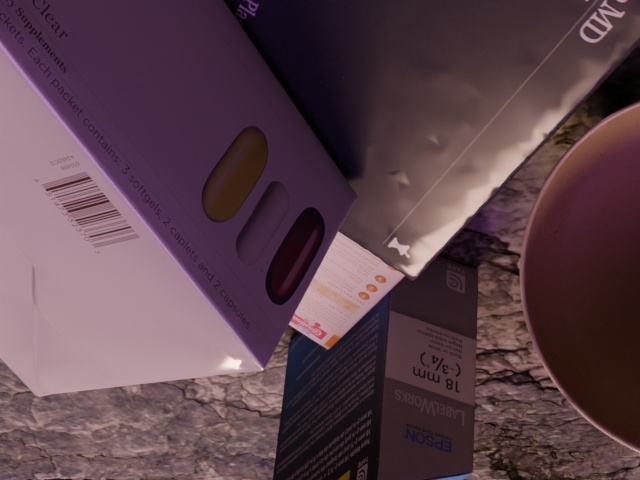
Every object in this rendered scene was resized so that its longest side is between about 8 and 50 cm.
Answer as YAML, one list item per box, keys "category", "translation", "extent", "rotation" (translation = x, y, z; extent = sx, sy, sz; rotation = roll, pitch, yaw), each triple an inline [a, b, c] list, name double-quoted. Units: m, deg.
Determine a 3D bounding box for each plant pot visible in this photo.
- category: "plant pot"
  translation: [0.328, 0.026, 0.970]
  extent: [0.284, 0.284, 0.191]
  rotation: [-17, 172, 29]

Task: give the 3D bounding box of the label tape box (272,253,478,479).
- category: "label tape box"
  translation: [0.044, 0.202, 1.160]
  extent: [0.106, 0.333, 0.240]
  rotation: [21, 142, -18]

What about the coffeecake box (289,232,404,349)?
- category: "coffeecake box"
  translation: [0.000, 0.000, 1.089]
  extent: [0.142, 0.068, 0.185]
  rotation: [33, 139, -7]

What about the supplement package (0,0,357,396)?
- category: "supplement package"
  translation: [-0.144, -0.056, 0.683]
  extent: [0.204, 0.145, 0.262]
  rotation: [-11, 127, 38]

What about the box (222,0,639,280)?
- category: "box"
  translation: [0.028, -0.196, 0.690]
  extent: [0.312, 0.179, 0.343]
  rotation: [33, 140, -5]
